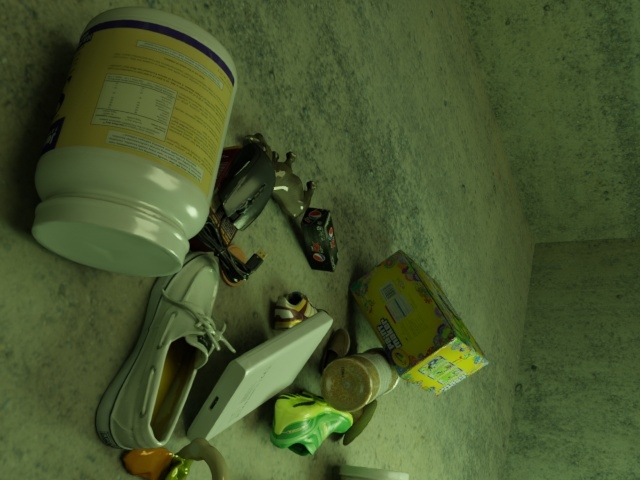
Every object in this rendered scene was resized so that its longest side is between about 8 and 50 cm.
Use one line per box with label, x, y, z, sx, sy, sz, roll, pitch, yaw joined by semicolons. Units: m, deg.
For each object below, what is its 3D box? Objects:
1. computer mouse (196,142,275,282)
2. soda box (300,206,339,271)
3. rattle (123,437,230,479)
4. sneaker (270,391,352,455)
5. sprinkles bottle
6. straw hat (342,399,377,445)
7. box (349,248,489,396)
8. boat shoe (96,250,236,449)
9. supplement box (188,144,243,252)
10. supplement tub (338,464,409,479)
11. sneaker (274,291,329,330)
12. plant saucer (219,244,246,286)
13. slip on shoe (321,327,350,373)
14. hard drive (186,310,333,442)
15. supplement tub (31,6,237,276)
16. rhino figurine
computer mouse;-0.121;-0.049;1.231;0.184;0.060;0.262;64;37;-33
soda box;0.000;0.000;1.563;0.168;0.060;0.053;78;26;-48
rattle;-0.205;0.412;1.066;0.199;0.130;0.142;61;3;33
sneaker;-0.029;0.404;1.484;0.296;0.110;0.123;27;86;-58
sprinkles bottle;0.106;0.326;1.612;0.355;0.121;0.121;17;71;-72
straw hat;0.075;0.428;1.662;0.061;0.144;0.144;37;43;-4
box;0.263;0.223;1.786;0.279;0.177;0.289;37;20;-52
boat shoe;-0.217;0.167;1.103;0.135;0.157;0.367;60;39;-38
supplement box;-0.192;-0.078;1.255;0.104;0.081;0.188;63;37;-36
supplement tub;0.114;0.677;1.582;0.191;0.191;0.272;36;57;-53
sneaker;-0.036;0.154;1.510;0.186;0.070;0.083;-2;93;-61
plant saucer;-0.171;0.050;1.344;0.083;0.013;0.083;14;74;-58
slip on shoe;0.034;0.270;1.640;0.135;0.052;0.041;-66;147;-28
hard drive;-0.107;0.254;1.284;0.203;0.040;0.308;-58;162;25
supplement tub;-0.264;-0.136;0.977;0.241;0.241;0.331;40;53;-52
rhino figurine;-0.091;-0.143;1.450;0.243;0.073;0.106;50;42;-44
